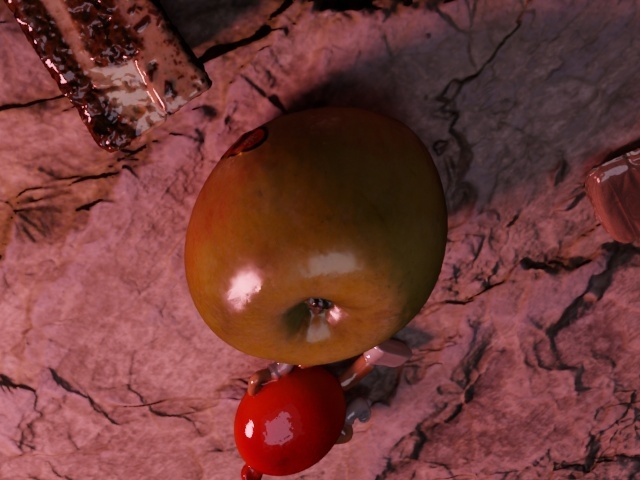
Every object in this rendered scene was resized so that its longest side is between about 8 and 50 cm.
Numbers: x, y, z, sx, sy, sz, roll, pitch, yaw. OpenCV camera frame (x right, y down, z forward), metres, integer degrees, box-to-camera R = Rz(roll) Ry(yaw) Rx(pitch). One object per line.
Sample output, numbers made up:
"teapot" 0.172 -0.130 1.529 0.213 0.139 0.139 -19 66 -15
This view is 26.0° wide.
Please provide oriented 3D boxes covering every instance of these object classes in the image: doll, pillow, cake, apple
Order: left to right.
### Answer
"cake" -0.200 -0.205 1.162 0.112 0.135 0.246 -33 103 1
"doll" -0.015 0.182 1.545 0.183 0.085 0.217 23 106 -33
"apple" 0.000 0.000 1.298 0.260 0.194 0.261 -6 140 -5
"pillow" 0.381 -0.072 1.439 0.211 0.034 0.135 -24 137 10
